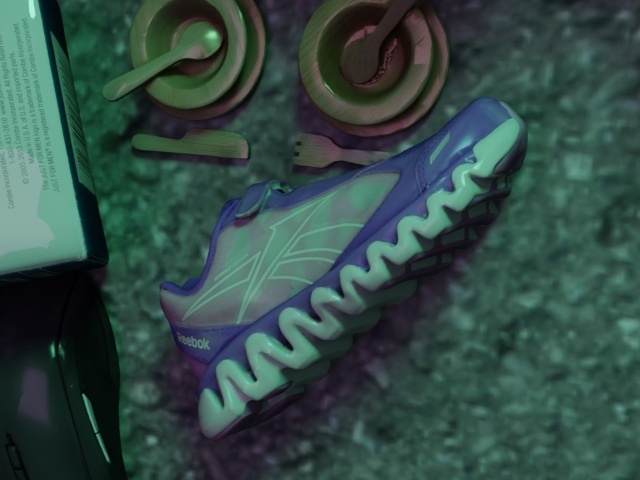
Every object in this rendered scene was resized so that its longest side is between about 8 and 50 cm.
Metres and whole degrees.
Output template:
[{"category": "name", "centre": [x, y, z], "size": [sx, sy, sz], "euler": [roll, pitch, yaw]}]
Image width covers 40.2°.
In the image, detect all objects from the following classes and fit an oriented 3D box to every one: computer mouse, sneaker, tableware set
[{"category": "computer mouse", "centre": [-0.136, 0.145, 0.531], "size": [0.184, 0.060, 0.262], "euler": [-1, 93, 20]}, {"category": "sneaker", "centre": [0.000, 0.000, 0.462], "size": [0.236, 0.095, 0.104], "euler": [-42, 72, 18]}, {"category": "tableware set", "centre": [-0.026, -0.107, 0.488], "size": [0.194, 0.039, 0.128], "euler": [7, 96, 19]}]

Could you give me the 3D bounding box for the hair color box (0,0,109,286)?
[{"category": "hair color box", "centre": [-0.309, -0.037, 0.481], "size": [0.347, 0.105, 0.173], "euler": [-11, 87, -8]}]
